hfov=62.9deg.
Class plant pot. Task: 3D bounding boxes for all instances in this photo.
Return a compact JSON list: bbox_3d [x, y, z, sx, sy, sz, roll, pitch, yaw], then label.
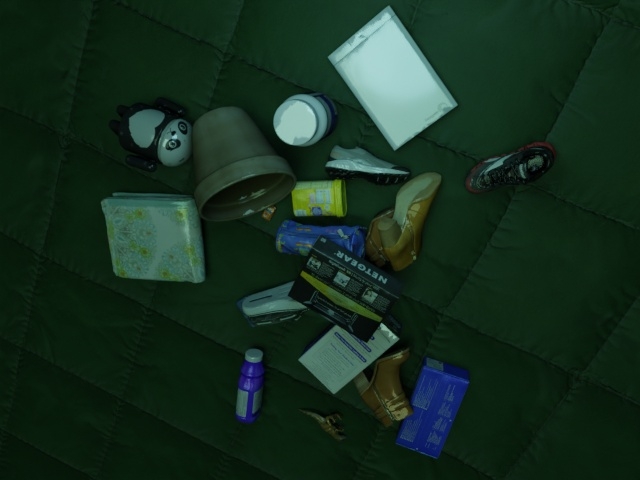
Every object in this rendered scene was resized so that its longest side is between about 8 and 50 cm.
[{"bbox_3d":[-0.270,-0.253,1.652,0.323,0.323,0.280,-27,75,20],"label":"plant pot"}]

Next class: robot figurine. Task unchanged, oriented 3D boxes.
[{"bbox_3d":[-0.555,-0.354,1.741,0.278,0.173,0.209,22,119,6],"label":"robot figurine"}]

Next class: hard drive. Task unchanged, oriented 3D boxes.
[{"bbox_3d":[0.218,-0.484,1.586,0.233,0.047,0.353,-35,97,21],"label":"hard drive"}]

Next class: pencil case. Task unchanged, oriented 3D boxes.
[{"bbox_3d":[0.000,0.000,1.719,0.306,0.133,0.119,6,68,24],"label":"pencil case"}]

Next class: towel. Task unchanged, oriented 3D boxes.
[{"bbox_3d":[-0.260,0.263,1.947,0.067,0.029,0.119,-30,99,20],"label":"towel"},{"bbox_3d":[-0.605,-0.012,1.913,0.374,0.090,0.320,3,111,12],"label":"towel"}]

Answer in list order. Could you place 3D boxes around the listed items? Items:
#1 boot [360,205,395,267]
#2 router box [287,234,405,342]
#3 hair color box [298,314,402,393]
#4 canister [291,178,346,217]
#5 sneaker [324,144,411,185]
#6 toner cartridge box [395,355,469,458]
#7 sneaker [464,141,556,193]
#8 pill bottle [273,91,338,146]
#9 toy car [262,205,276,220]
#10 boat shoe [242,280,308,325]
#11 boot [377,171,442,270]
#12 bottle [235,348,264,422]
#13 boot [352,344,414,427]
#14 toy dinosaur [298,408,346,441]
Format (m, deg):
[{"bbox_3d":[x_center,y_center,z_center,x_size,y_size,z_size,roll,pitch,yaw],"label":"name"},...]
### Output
[{"bbox_3d":[0.214,-0.012,1.727,0.197,0.073,0.152,-37,95,33],"label":"boot"},{"bbox_3d":[0.075,0.157,1.661,0.309,0.081,0.243,31,130,4],"label":"router box"},{"bbox_3d":[0.104,0.364,1.852,0.185,0.110,0.339,44,113,-1],"label":"hair color box"},{"bbox_3d":[-0.005,-0.141,1.735,0.170,0.073,0.126,0,107,15],"label":"canister"},{"bbox_3d":[0.155,-0.242,1.653,0.271,0.100,0.108,11,73,-1],"label":"sneaker"},{"bbox_3d":[0.397,0.599,1.874,0.165,0.075,0.348,18,110,9],"label":"toner cartridge box"},{"bbox_3d":[0.559,-0.207,1.548,0.276,0.135,0.097,-20,104,20],"label":"sneaker"},{"bbox_3d":[-0.043,-0.364,1.569,0.153,0.265,0.153,4,108,12],"label":"pill bottle"},{"bbox_3d":[-0.156,-0.066,1.811,0.060,0.040,0.122,-41,94,21],"label":"toy car"},{"bbox_3d":[-0.109,0.227,1.867,0.335,0.121,0.119,-11,127,15],"label":"boat shoe"},{"bbox_3d":[0.298,-0.058,1.672,0.104,0.295,0.211,28,157,41],"label":"boot"},{"bbox_3d":[-0.265,0.550,1.991,0.092,0.118,0.283,11,110,10],"label":"bottle"},{"bbox_3d":[0.257,0.512,1.829,0.283,0.109,0.220,-41,75,26],"label":"boot"},{"bbox_3d":[0.021,0.698,2.001,0.211,0.064,0.112,41,113,-1],"label":"toy dinosaur"}]
